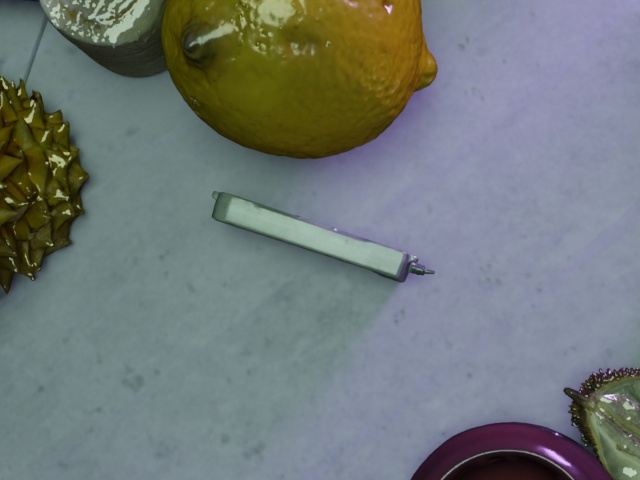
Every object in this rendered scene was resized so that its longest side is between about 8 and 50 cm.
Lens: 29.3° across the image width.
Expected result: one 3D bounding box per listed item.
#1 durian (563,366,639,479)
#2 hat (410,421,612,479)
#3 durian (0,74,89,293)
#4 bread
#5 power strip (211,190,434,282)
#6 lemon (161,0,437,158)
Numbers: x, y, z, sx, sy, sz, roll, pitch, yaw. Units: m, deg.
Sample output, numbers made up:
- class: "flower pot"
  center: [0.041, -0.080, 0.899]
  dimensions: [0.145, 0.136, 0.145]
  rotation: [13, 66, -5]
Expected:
- class: "durian"
  center: [0.277, 0.162, 1.120]
  dimensions: [0.140, 0.071, 0.110]
  rotation: [29, 93, -6]
- class: "hat"
  center: [0.173, 0.264, 1.112]
  dimensions: [0.206, 0.089, 0.205]
  rotation: [-2, 81, 11]
- class: "durian"
  center: [-0.344, -0.022, 1.162]
  dimensions: [0.186, 0.195, 0.305]
  rotation: [24, 84, 2]
- class: "bread"
  center: [-0.190, -0.244, 1.190]
  dimensions: [0.134, 0.141, 0.148]
  rotation: [6, 85, 9]
- class: "power strip"
  center: [0.000, 0.000, 1.169]
  dimensions: [0.227, 0.080, 0.029]
  rotation: [18, 88, 9]
- class: "lemon"
  center: [-0.020, -0.185, 1.119]
  dimensions: [0.254, 0.228, 0.228]
  rotation: [21, 85, -31]
